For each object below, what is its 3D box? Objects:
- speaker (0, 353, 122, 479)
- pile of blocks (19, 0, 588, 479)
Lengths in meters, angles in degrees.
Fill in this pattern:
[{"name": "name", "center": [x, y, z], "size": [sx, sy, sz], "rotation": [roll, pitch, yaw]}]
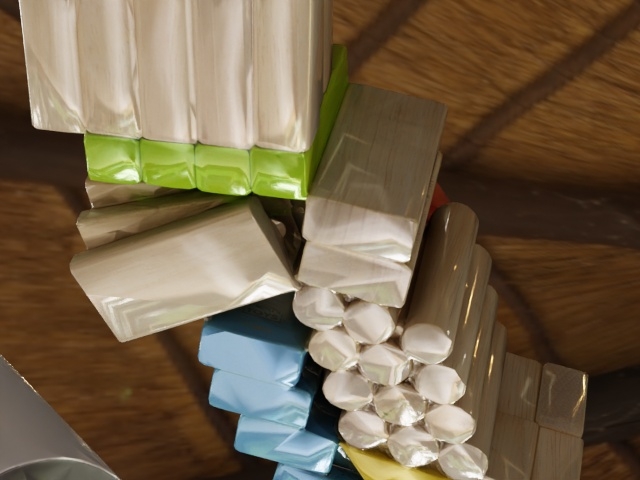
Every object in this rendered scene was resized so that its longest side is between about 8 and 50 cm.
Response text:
[{"name": "speaker", "center": [-0.095, 0.050, 0.409], "size": [0.136, 0.055, 0.055], "rotation": [31, -78, 53]}, {"name": "pile of blocks", "center": [0.000, 0.000, 0.671], "size": [0.149, 0.113, 0.362], "rotation": [-15, -60, 23]}]
